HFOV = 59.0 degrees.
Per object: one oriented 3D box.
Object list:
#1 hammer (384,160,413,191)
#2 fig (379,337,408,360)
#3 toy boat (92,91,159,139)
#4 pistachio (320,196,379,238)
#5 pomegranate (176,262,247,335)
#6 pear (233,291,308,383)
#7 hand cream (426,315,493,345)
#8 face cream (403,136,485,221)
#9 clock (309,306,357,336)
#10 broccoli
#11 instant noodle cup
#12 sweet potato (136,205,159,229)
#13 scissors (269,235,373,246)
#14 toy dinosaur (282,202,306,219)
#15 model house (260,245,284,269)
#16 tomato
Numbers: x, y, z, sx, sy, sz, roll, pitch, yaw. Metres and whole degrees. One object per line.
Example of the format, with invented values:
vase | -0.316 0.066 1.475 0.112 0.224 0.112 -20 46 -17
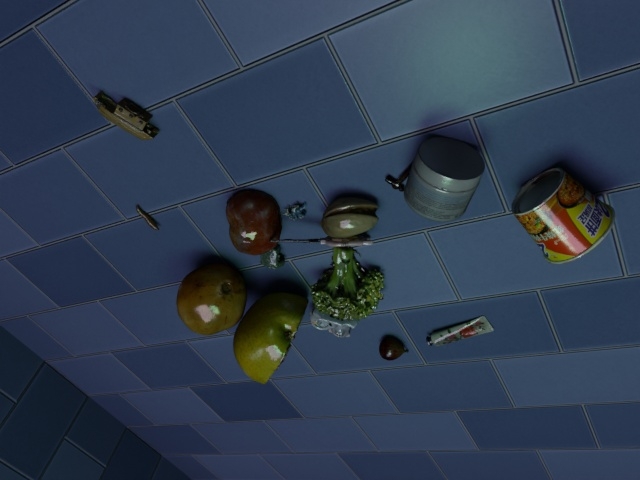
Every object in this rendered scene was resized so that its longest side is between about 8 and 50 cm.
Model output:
hammer | 0.248 -0.203 1.561 0.065 0.021 0.178 30 135 -10
fig | 0.285 0.410 2.126 0.125 0.089 0.089 6 139 -18
toy boat | -0.565 -0.366 1.648 0.200 0.057 0.077 32 130 -12
pistachio | 0.084 -0.067 1.685 0.185 0.124 0.124 -5 132 16
pomegranate | -0.389 0.215 2.025 0.264 0.264 0.264 10 136 9
pear | -0.196 0.322 2.019 0.191 0.340 0.386 29 158 -2
hand cream | 0.485 0.326 1.996 0.234 0.050 0.080 -24 119 28
face cream | 0.317 -0.157 1.470 0.177 0.177 0.153 16 136 3
clock | 0.039 0.303 2.094 0.176 0.080 0.117 19 137 -3
broccoli | 0.081 0.167 1.870 0.242 0.180 0.273 2 134 18
instant noodle cup | 0.608 -0.072 1.453 0.174 0.213 0.213 42 132 -11
sweet potato | -0.605 -0.077 1.972 0.026 0.026 0.115 -25 117 36
scissors | 0.000 0.000 1.746 0.318 0.160 0.024 0 98 -1
toy dinosaur | -0.077 -0.092 1.773 0.083 0.030 0.047 -14 130 29
model house | -0.162 0.046 1.929 0.079 0.066 0.083 18 120 17
tomato | -0.220 -0.038 1.794 0.181 0.155 0.214 -4 131 17
